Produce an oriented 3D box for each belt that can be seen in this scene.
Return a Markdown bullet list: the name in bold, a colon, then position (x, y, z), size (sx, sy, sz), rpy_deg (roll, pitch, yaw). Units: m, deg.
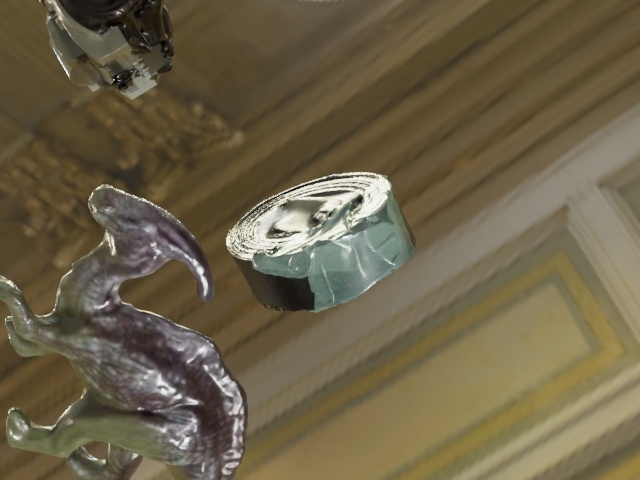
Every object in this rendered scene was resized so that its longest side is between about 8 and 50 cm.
- **belt**: position (0.000, 0.000, 1.490), size (0.198, 0.078, 0.151), rpy_deg (-3, -148, 45)

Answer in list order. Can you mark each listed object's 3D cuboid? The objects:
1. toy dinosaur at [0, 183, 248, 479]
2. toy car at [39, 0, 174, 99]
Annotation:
- **toy dinosaur**: position (-0.134, 0.096, 1.054), size (0.162, 0.294, 0.077), rpy_deg (-3, -139, 17)
- **toy car**: position (-0.226, -0.263, 1.343), size (0.118, 0.193, 0.301), rpy_deg (-34, -97, -1)
